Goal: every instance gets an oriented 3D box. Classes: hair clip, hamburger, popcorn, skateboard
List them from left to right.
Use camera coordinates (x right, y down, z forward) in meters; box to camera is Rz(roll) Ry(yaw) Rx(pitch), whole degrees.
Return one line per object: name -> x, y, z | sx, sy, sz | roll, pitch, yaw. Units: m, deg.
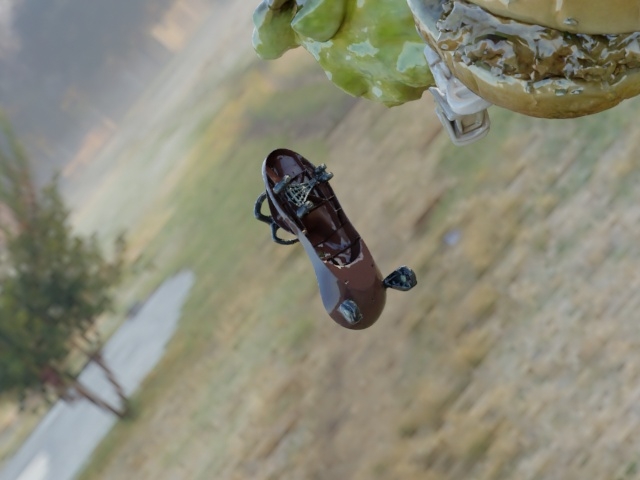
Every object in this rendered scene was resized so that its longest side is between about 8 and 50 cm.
skateboard -> 0.000, 0.000, 1.357 | 0.067, 0.151, 0.080 | -29, -8, -30
popcorn -> 0.056, -0.239, 1.511 | 0.255, 0.256, 0.195 | -8, 31, 14
hair clip -> 0.094, -0.089, 1.159 | 0.034, 0.072, 0.226 | -23, -14, 1
hamburger -> 0.121, -0.150, 0.870 | 0.191, 0.182, 0.118 | -49, -36, -22
